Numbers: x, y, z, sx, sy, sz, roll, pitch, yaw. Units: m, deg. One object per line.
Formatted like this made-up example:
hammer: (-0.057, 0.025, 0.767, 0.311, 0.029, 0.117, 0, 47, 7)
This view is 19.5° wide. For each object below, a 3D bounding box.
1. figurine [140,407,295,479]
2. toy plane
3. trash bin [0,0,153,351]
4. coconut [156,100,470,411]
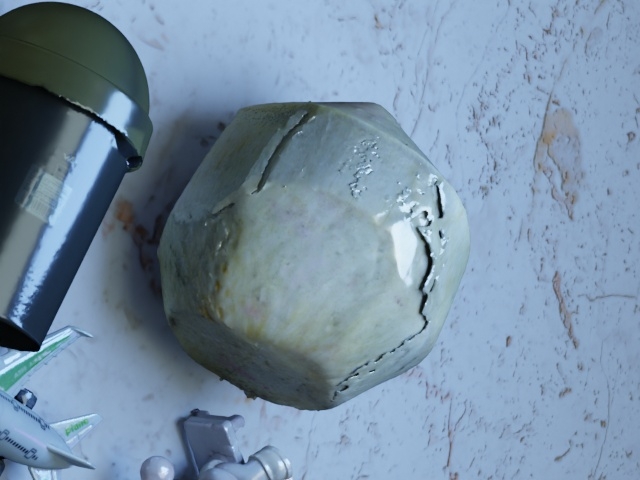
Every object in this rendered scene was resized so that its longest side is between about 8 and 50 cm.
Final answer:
figurine: (-0.156, 0.312, 2.080, 0.257, 0.145, 0.182, -41, 144, -42)
toy plane: (-0.333, 0.180, 1.875, 0.255, 0.101, 0.251, 38, 66, -40)
trash bin: (-0.289, -0.074, 1.810, 0.214, 0.214, 0.333, 34, 70, -46)
coconut: (0.000, 0.000, 2.069, 0.353, 0.353, 0.352, -7, 100, -49)
